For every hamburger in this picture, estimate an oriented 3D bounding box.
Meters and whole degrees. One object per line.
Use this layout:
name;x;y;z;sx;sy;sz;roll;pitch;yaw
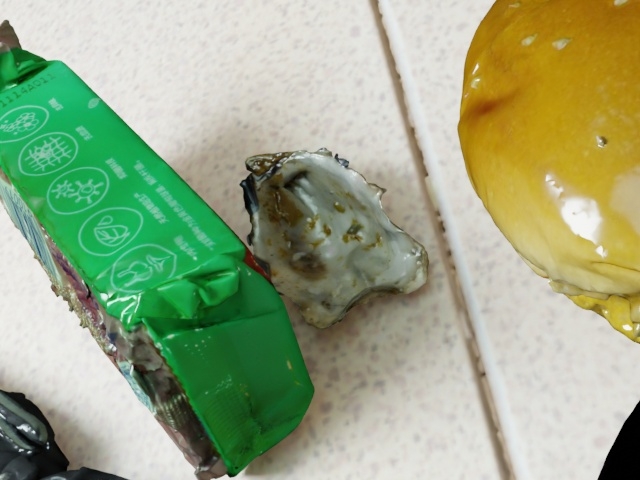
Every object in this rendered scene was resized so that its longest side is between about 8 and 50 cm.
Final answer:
hamburger;0.216;-0.072;0.552;0.289;0.170;0.314;-20;37;13

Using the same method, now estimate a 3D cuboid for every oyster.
oyster;0.000;-0.008;0.737;0.103;0.051;0.148;-33;70;4

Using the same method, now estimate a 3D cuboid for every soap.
soap;-0.128;0.008;0.704;0.098;0.218;0.273;-36;49;-15

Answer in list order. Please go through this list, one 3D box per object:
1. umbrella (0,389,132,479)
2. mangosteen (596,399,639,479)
umbrella;-0.185;0.170;0.695;0.113;0.106;0.357;-18;41;-37
mangosteen;0.259;0.184;0.316;0.382;0.435;0.382;1;24;0
